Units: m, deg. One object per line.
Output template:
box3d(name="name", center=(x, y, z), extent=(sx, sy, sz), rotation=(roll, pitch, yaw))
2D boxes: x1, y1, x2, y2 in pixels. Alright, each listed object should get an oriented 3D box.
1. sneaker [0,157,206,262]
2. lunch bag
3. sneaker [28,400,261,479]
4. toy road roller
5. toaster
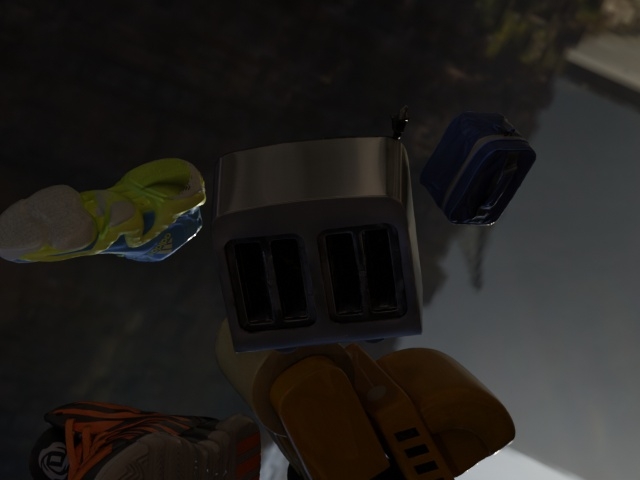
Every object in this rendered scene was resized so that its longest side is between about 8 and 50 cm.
box3d(name="sneaker", center=(-0.236, -0.005, 1.784), extent=(0.126, 0.240, 0.091), rotation=(77, 178, -53))
box3d(name="lunch bag", center=(0.140, -0.062, 1.398), extent=(0.067, 0.098, 0.065), rotation=(-2, -136, -38))
box3d(name="sneaker", center=(-0.183, 0.210, 1.378), extent=(0.180, 0.125, 0.321), rotation=(3, 180, 18))
box3d(name="toy road roller", center=(0.059, 0.181, 1.760), extent=(0.330, 0.240, 0.202), rotation=(62, 170, -27))
box3d(name="toaster", center=(0.000, 0.000, 1.347), extent=(0.168, 0.186, 0.110), rotation=(-6, -148, 4))
